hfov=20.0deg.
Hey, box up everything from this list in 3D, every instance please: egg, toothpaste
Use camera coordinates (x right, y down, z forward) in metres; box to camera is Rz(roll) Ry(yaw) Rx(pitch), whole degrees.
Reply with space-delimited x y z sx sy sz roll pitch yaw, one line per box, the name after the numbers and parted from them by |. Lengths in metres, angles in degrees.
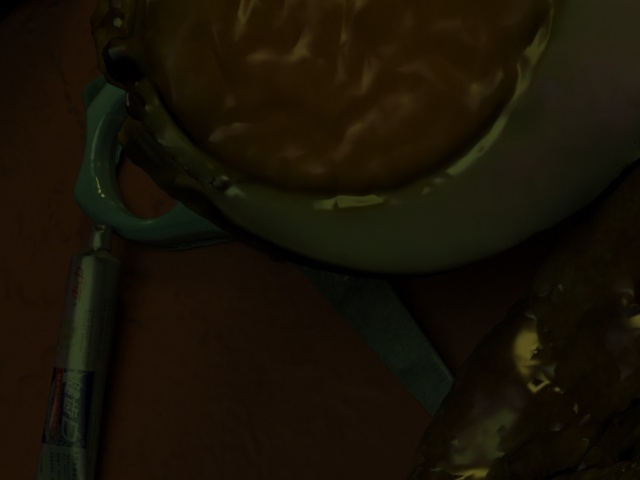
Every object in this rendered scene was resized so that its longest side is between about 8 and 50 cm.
0.042 -0.126 0.843 0.264 0.174 0.286 31 99 2 | egg
-0.127 0.075 0.958 0.045 0.028 0.170 4 82 28 | toothpaste

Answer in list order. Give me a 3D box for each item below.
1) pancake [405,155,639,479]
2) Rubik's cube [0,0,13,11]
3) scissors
0.139 0.073 0.682 0.356 0.065 0.356 -44 20 21 | pancake
-0.360 -0.258 1.053 0.304 0.301 0.305 -37 57 16 | Rubik's cube
0.001 0.000 0.914 0.191 0.029 0.360 -48 60 15 | scissors
